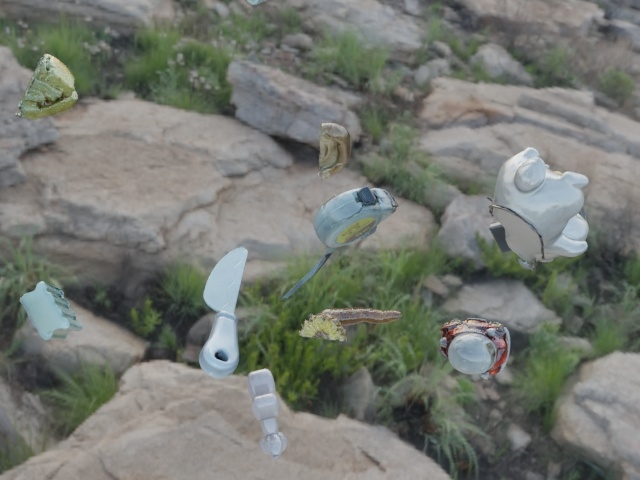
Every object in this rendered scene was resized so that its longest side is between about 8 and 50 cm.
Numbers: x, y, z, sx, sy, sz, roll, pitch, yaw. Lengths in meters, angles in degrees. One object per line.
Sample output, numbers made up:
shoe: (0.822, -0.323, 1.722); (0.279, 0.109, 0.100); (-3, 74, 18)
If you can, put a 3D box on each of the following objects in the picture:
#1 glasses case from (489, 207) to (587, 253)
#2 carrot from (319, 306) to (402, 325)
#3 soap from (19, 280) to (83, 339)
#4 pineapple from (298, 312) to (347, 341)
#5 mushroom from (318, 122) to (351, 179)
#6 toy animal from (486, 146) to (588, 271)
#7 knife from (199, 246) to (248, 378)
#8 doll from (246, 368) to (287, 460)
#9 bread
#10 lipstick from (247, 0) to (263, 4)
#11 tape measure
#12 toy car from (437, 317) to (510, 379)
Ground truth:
glasses case: (0.453, -0.031, 1.696); (0.191, 0.072, 0.042); (-16, 31, 27)
carrot: (0.074, 0.142, 1.533); (0.165, 0.035, 0.035); (-5, 34, 17)
soap: (-0.571, 0.154, 1.738); (0.063, 0.198, 0.114); (-31, 87, -11)
pineapple: (0.004, 0.141, 1.343); (0.083, 0.045, 0.019); (3, 16, 20)
mushroom: (0.036, -0.251, 2.240); (0.094, 0.210, 0.072); (7, 55, 7)
toy animal: (0.390, -0.049, 1.488); (0.208, 0.325, 0.154); (44, 81, 5)
knife: (-0.186, 0.121, 1.553); (0.080, 0.044, 0.331); (17, 41, -15)
doll: (-0.106, 0.361, 1.653); (0.059, 0.160, 0.161); (-13, 25, -7)
bread: (-0.610, -0.329, 1.844); (0.110, 0.156, 0.103); (22, 34, -32)
lipstick: (-0.071, -0.412, 1.316); (0.037, 0.037, 0.116); (34, 47, 27)
tape measure: (0.000, -0.001, 1.706); (0.164, 0.330, 0.084); (18, 40, -55)
toy car: (0.294, 0.216, 1.610); (0.139, 0.112, 0.112); (11, 17, 23)
